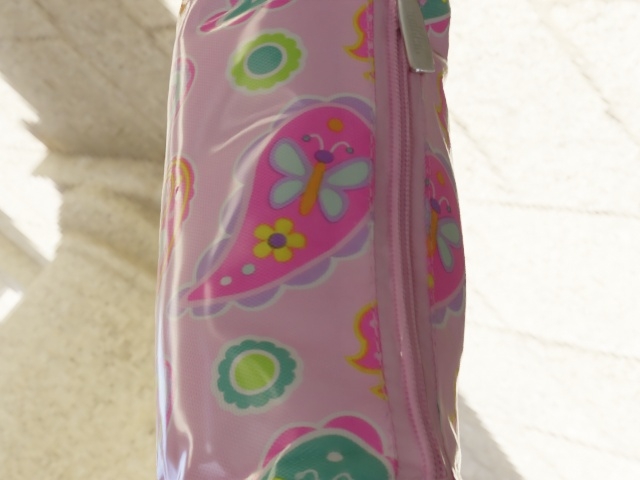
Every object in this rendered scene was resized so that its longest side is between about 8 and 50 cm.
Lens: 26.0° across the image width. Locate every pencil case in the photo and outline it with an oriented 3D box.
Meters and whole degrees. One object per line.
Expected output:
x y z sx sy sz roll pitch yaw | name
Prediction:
0.000 0.000 0.539 0.124 0.284 0.124 1 148 0 | pencil case
